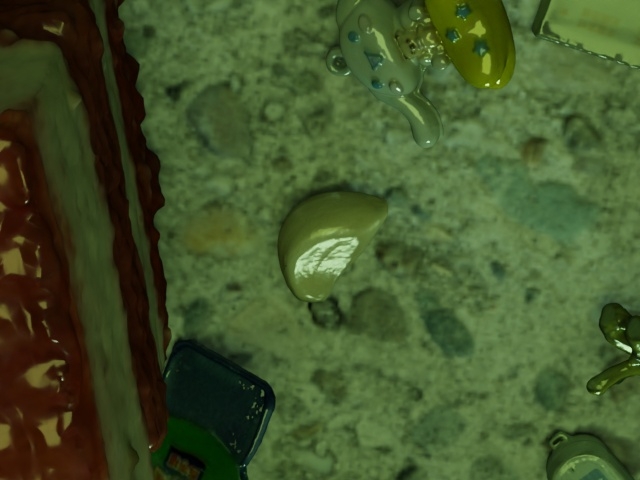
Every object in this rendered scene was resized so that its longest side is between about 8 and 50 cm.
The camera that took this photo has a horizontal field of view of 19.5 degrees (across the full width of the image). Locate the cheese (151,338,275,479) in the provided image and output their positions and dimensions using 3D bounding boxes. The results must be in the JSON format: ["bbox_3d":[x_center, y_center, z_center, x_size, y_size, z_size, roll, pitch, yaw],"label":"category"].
[{"bbox_3d":[-0.116,0.223,1.184,0.083,0.204,0.320,12,100,-50],"label":"cheese"}]

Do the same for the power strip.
[{"bbox_3d":[0.212,0.200,1.242,0.047,0.030,0.191,-37,107,13],"label":"power strip"}]

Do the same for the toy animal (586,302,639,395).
[{"bbox_3d":[0.264,0.048,1.165,0.136,0.073,0.181,31,104,-20],"label":"toy animal"}]

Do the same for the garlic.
[{"bbox_3d":[0.001,0.001,1.157,0.053,0.041,0.083,20,118,-23],"label":"garlic"}]

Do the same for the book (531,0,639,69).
[{"bbox_3d":[0.269,-0.226,1.085,0.208,0.020,0.295,16,110,-8],"label":"book"}]

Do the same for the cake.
[{"bbox_3d":[-0.229,0.007,1.002,0.270,0.319,0.269,-8,113,1],"label":"cake"}]

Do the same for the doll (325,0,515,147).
[{"bbox_3d":[0.052,-0.129,1.101,0.135,0.071,0.113,42,123,-9],"label":"doll"}]
